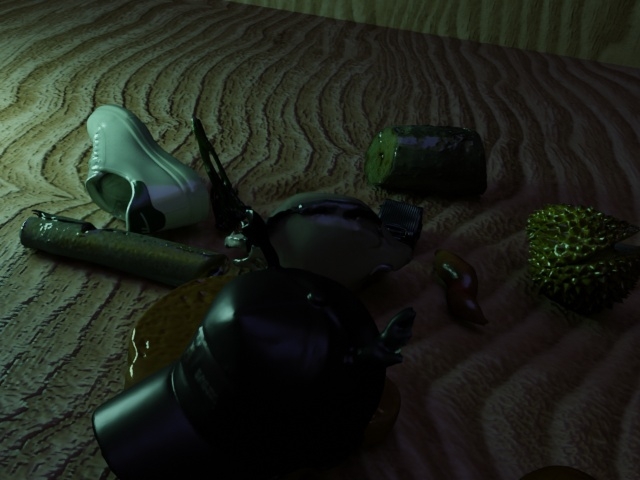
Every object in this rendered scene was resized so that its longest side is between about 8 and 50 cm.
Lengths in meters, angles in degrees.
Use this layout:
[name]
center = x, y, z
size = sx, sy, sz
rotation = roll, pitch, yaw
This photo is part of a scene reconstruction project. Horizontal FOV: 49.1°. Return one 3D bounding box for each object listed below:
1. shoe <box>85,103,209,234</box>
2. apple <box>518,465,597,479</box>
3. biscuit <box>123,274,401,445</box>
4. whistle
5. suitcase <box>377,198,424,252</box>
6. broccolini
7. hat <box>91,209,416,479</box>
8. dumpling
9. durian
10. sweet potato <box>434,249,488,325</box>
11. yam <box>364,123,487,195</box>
[shoe]
center = -0.354, -0.120, 1.230
size = 0.160, 0.132, 0.363
rotation = -22, 46, -35
[apple]
center = 0.251, 0.283, 0.724
size = 0.114, 0.099, 0.102
rotation = -23, 40, -38
[biscuit]
center = -0.081, 0.160, 0.883
size = 0.351, 0.057, 0.312
rotation = 32, 38, 33
[whistle]
center = -0.301, 0.017, 1.070
size = 0.326, 0.057, 0.068
rotation = 14, 75, 9
[suitcase]
center = 0.138, -0.023, 1.257
size = 0.086, 0.059, 0.126
rotation = 13, 32, 9
[broccolini]
center = -0.172, -0.115, 1.197
size = 0.074, 0.201, 0.058
rotation = -14, 5, 11
[hat]
center = -0.064, 0.109, 0.718
size = 0.336, 0.209, 0.238
rotation = -15, 41, -32
[dumpling]
center = 0.000, -0.012, 1.100
size = 0.293, 0.163, 0.204
rotation = 4, 31, 3
[durian]
center = 0.417, 0.042, 1.159
size = 0.193, 0.138, 0.237
rotation = 24, -10, 11
[sweet potato]
center = 0.223, 0.066, 1.130
size = 0.055, 0.058, 0.202
rotation = 24, 25, -17
[yam]
center = 0.232, -0.168, 1.447
size = 0.254, 0.154, 0.154
rotation = 5, 30, -13
